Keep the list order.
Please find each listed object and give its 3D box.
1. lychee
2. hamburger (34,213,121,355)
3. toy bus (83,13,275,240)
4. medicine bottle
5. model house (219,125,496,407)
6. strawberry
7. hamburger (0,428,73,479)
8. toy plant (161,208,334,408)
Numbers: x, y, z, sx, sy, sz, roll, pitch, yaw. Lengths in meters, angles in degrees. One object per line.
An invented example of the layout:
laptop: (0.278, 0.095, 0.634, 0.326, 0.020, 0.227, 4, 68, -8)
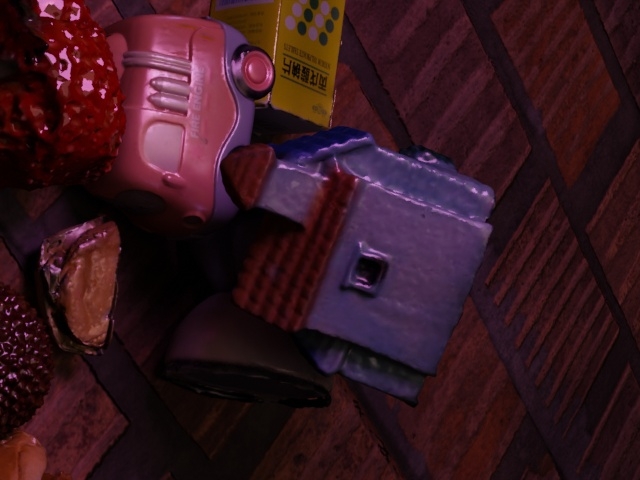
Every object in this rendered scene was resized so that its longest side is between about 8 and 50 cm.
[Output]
lychee: (-0.378, 0.130, 1.552, 0.188, 0.188, 0.188, 2, 88, -49)
hamburger: (-0.309, 0.051, 1.719, 0.102, 0.087, 0.176, 6, 91, -38)
toy bus: (-0.200, -0.151, 1.771, 0.232, 0.194, 0.287, 14, 79, -40)
medicine bottle: (-0.066, -0.279, 1.964, 0.137, 0.141, 0.250, 18, 76, -52)
model house: (0.000, 0.000, 1.694, 0.329, 0.252, 0.294, 19, 97, -20)
strawberry: (-0.322, -0.176, 1.544, 0.258, 0.261, 0.261, -9, 96, -54)
hamburger: (-0.388, 0.329, 1.557, 0.155, 0.245, 0.282, 63, 2, -20)
toy plant: (-0.073, 0.046, 1.893, 0.247, 0.247, 0.332, 26, 66, -46)
